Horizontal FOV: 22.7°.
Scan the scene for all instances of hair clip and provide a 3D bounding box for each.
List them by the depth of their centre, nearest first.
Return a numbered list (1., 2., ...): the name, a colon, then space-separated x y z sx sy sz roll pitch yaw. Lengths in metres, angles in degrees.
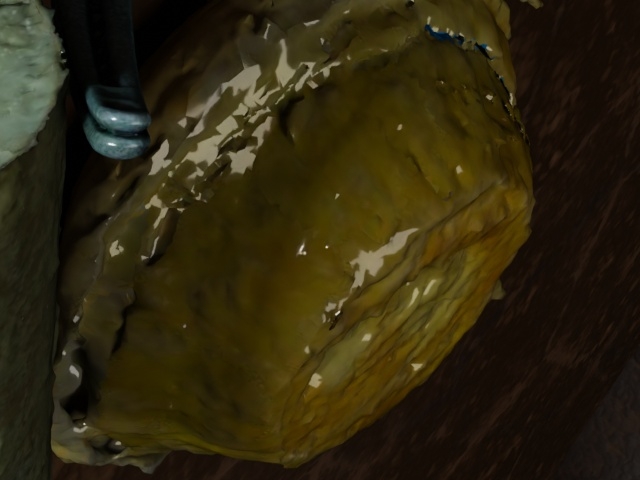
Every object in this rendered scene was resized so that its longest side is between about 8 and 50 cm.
1. hair clip: -0.079 -0.092 0.588 0.039 0.229 0.070 3 130 -17

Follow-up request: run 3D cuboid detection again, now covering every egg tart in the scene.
1. egg tart: 0.000 0.000 0.927 0.388 0.169 0.388 -41 156 -22

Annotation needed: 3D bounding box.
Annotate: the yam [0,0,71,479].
1. yam: -0.177 0.044 0.607 0.168 0.168 0.304 -36 150 -40
